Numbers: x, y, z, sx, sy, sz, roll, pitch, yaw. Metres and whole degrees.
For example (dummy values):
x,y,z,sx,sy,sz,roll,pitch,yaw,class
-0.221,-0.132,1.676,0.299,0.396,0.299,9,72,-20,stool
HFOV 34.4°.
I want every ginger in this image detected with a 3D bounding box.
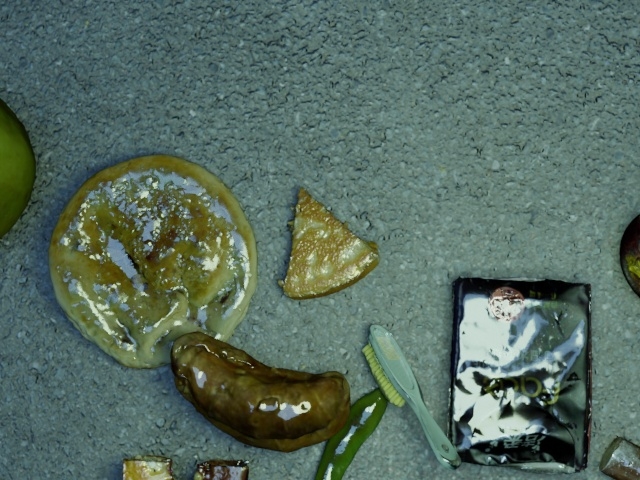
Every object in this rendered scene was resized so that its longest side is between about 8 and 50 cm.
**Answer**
x,y,z,sx,sy,sz,roll,pitch,yaw,class
-0.110,0.271,1.754,0.321,0.165,0.172,16,102,-1,ginger

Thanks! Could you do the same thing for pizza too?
x,y,z,sx,sy,sz,roll,pitch,yaw,class
0.000,0.000,1.829,0.188,0.062,0.199,-19,77,9,pizza

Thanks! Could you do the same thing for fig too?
x,y,z,sx,sy,sz,roll,pitch,yaw,class
-0.644,-0.131,1.727,0.343,0.343,0.343,0,85,3,fig

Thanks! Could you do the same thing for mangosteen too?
x,y,z,sx,sy,sz,roll,pitch,yaw,class
0.619,0.019,1.750,0.217,0.192,0.192,-26,83,-32,mangosteen

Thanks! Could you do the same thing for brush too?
x,y,z,sx,sy,sz,roll,pitch,yaw,class
0.143,0.272,1.749,0.060,0.068,0.297,-48,52,26,brush

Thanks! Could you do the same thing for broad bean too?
x,y,z,sx,sy,sz,roll,pitch,yaw,class
0.045,0.357,1.799,0.065,0.046,0.254,27,86,16,broad bean

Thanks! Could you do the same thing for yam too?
x,y,z,sx,sy,sz,roll,pitch,yaw,class
0.553,0.393,1.757,0.141,0.079,0.079,27,87,6,yam

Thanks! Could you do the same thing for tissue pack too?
x,y,z,sx,sy,sz,roll,pitch,yaw,class
0.339,0.227,1.759,0.245,0.123,0.332,3,85,5,tissue pack

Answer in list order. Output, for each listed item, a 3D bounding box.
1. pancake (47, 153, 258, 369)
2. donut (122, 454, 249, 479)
x,y,z,sx,sy,sz,roll,pitch,yaw,class
-0.294,0.035,1.826,0.387,0.082,0.387,0,86,-2,pancake
-0.232,0.432,1.786,0.217,0.085,0.141,6,86,4,donut
